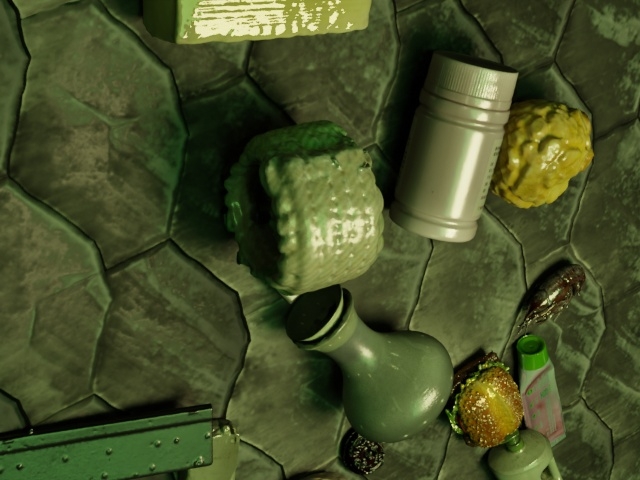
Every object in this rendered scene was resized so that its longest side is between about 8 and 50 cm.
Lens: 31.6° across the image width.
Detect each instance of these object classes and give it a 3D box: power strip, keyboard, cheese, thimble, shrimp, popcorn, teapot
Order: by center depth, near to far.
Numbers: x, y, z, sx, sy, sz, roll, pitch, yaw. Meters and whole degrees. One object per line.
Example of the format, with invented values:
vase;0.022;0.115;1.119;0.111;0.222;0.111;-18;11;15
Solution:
cheese;-0.070;-0.360;1.326;0.265;0.124;0.243;-11;121;-31
thimble;-0.023;-0.042;1.444;0.150;0.219;0.219;-14;119;-27
keyboard;-0.291;0.281;1.513;0.309;0.018;0.101;-6;109;-23
teapot;0.068;0.174;1.648;0.183;0.183;0.251;-50;119;-5
power strip;-0.167;0.387;1.656;0.080;0.048;0.286;-7;115;-25
popcorn;0.323;-0.130;1.683;0.180;0.170;0.180;4;120;7
shrimp;0.380;0.101;1.887;0.165;0.056;0.065;-46;135;-4

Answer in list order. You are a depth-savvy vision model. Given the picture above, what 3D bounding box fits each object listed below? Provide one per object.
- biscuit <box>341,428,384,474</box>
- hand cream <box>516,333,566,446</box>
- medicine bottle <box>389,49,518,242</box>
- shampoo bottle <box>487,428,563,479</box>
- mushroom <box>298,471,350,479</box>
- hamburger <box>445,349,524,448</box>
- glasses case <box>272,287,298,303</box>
biscuit;0.072;0.333;1.806;0.087;0.027;0.089;9;106;-36
hand cream;0.389;0.278;1.988;0.079;0.050;0.275;-16;129;2
medicine bottle;0.187;-0.133;1.598;0.133;0.133;0.250;0;111;-34
shampoo bottle;0.366;0.410;1.999;0.118;0.087;0.234;-28;126;0
mushroom;-0.039;0.429;1.732;0.212;0.097;0.088;-33;159;-22
hamburger;0.275;0.278;1.877;0.137;0.087;0.166;-36;127;-15
glasses case;-0.001;0.001;1.592;0.190;0.042;0.072;-43;121;-10
